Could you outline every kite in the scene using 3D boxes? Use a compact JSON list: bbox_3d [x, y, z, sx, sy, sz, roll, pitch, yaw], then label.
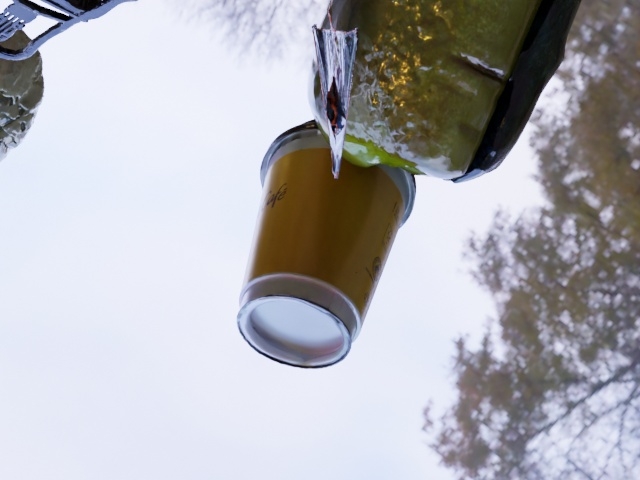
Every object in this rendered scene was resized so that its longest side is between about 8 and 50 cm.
[{"bbox_3d":[0.007,-0.120,0.720,0.010,0.159,0.190,-2,-169,-9],"label":"kite"}]

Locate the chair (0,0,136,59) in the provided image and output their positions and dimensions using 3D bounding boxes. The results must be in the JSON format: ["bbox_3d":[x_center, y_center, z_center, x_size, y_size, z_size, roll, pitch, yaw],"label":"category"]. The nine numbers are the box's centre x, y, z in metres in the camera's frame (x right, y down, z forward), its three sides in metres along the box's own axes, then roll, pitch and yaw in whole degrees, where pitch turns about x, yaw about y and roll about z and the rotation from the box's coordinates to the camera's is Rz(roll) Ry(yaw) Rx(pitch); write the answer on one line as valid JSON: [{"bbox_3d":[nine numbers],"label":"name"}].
[{"bbox_3d":[-0.270,-0.264,1.030,0.106,0.229,0.113,24,-113,-41],"label":"chair"}]

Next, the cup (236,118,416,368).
[{"bbox_3d":[0.000,0.000,1.241,0.196,0.196,0.279,23,-130,-6],"label":"cup"}]

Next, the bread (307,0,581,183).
[{"bbox_3d":[0.125,-0.242,1.103,0.251,0.376,0.208,30,-160,27],"label":"bread"}]

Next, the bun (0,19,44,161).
[{"bbox_3d":[-0.501,-0.187,1.443,0.259,0.259,0.152,-2,-126,-35],"label":"bun"}]
